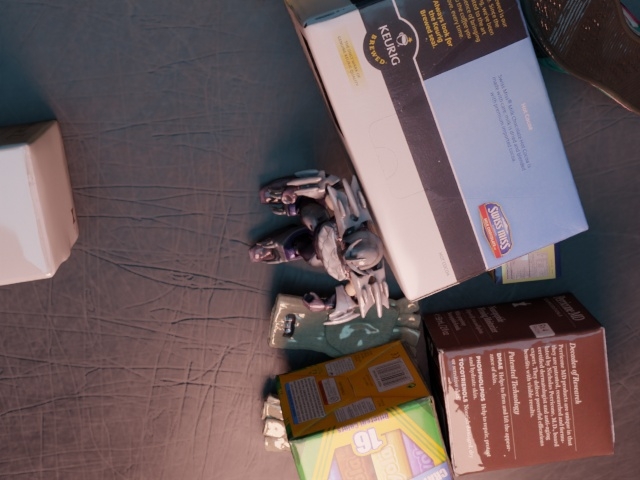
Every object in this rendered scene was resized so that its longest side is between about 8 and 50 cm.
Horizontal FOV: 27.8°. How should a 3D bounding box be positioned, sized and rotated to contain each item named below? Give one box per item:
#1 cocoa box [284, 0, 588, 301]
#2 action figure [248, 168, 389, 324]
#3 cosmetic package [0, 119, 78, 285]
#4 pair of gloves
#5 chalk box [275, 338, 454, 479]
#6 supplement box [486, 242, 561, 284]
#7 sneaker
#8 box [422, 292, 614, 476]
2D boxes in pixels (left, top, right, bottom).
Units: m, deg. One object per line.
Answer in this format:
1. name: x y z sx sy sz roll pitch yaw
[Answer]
1. cocoa box: 0.130 -0.154 1.487 0.228 0.231 0.347 -22 112 0
2. action figure: 0.000 0.000 1.510 0.099 0.285 0.185 -8 103 -19
3. cosmetic package: -0.531 -0.020 1.510 0.454 0.230 0.161 -9 102 -2
4. pair of gloves: 0.026 0.178 1.675 0.204 0.042 0.240 1 109 -9
5. chalk box: 0.069 0.303 1.609 0.179 0.180 0.288 -16 111 -3
6. supplement box: 0.253 0.015 1.629 0.083 0.083 0.056 -6 102 -2
7. sneaker: 0.296 -0.264 1.519 0.295 0.178 0.123 31 100 -39
8. box: 0.244 0.177 1.622 0.203 0.168 0.167 -9 102 -1
